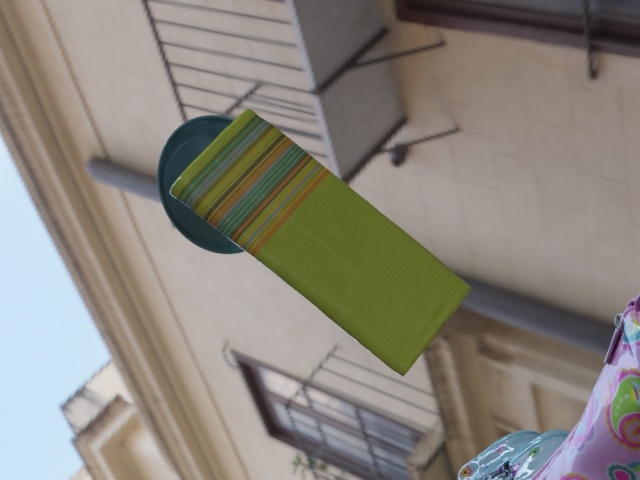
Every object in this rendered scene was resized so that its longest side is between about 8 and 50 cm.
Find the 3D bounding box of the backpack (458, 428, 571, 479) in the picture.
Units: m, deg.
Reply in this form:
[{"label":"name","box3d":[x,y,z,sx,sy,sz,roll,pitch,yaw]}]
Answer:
[{"label":"backpack","box3d":[0.281,0.329,1.519,0.188,0.144,0.166,-34,-54,17]}]

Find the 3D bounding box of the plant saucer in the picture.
[{"label":"plant saucer","box3d":[-0.088,-0.045,0.997,0.119,0.021,0.119,8,-105,-32]}]

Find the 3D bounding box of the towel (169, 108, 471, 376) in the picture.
[{"label":"towel","box3d":[0.000,0.000,0.942,0.102,0.237,0.021,-48,-6,-26]}]

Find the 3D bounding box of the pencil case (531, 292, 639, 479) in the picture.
[{"label":"pencil case","box3d":[0.283,0.165,1.057,0.124,0.124,0.284,-30,-33,-43]}]
